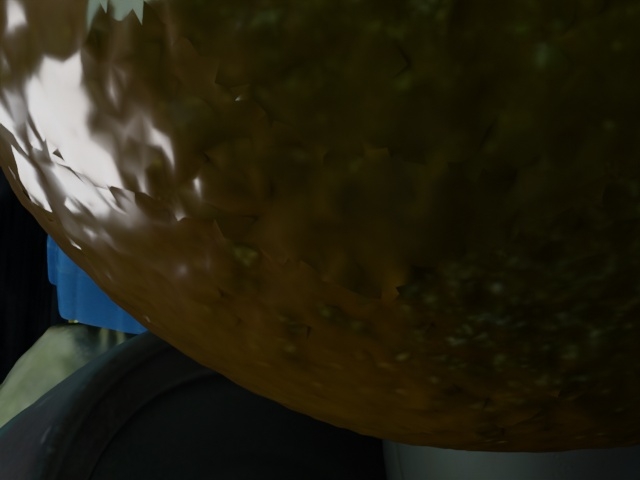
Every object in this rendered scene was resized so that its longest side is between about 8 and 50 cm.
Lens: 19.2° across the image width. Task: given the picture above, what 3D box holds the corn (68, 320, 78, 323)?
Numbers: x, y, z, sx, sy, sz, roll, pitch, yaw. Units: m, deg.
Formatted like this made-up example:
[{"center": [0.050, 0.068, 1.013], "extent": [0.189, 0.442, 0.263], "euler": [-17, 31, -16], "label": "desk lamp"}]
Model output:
[{"center": [-0.198, 0.126, 1.870], "extent": [0.305, 0.106, 0.106], "euler": [-100, 21, -53], "label": "corn"}]

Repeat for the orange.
[{"center": [0.046, -0.084, 0.430], "extent": [0.274, 0.274, 0.274], "euler": [-173, 90, -78], "label": "orange"}]

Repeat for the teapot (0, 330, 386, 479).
[{"center": [-0.064, 0.220, 0.771], "extent": [0.312, 0.315, 0.233], "euler": [-35, 9, 45], "label": "teapot"}]

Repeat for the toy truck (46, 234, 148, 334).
[{"center": [-0.101, -0.119, 1.369], "extent": [0.161, 0.162, 0.385], "euler": [102, 172, -53], "label": "toy truck"}]

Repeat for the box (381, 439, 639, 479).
[{"center": [0.070, 0.025, 0.676], "extent": [0.146, 0.088, 0.200], "euler": [110, 164, -50], "label": "box"}]

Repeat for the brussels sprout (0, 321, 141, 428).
[{"center": [-0.175, 0.211, 1.364], "extent": [0.274, 0.242, 0.317], "euler": [126, 148, -59], "label": "brussels sprout"}]
